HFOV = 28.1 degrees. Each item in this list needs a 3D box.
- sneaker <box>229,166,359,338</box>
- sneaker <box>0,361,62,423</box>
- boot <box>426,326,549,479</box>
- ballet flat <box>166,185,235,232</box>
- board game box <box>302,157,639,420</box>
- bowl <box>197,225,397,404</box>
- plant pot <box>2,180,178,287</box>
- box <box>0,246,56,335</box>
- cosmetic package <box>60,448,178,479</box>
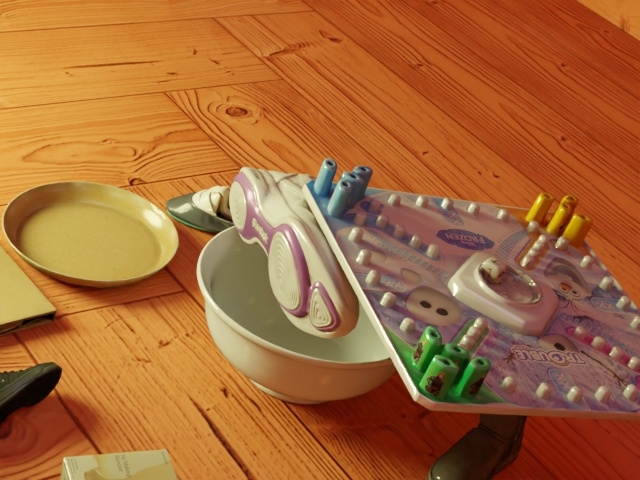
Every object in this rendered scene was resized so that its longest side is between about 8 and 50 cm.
[{"bbox_3d":[0.000,0.000,1.527,0.152,0.114,0.305,-2,36,-24],"label":"sneaker"},{"bbox_3d":[-0.375,0.163,1.425,0.089,0.051,0.170,33,39,18],"label":"sneaker"},{"bbox_3d":[0.206,0.187,1.488,0.076,0.209,0.189,30,34,20],"label":"boot"},{"bbox_3d":[-0.124,-0.038,1.829,0.203,0.074,0.074,23,33,13],"label":"ballet flat"},{"bbox_3d":[0.214,0.049,1.449,0.389,0.050,0.390,7,33,-27],"label":"board game box"},{"bbox_3d":[-0.017,0.107,1.589,0.297,0.134,0.298,11,33,-7],"label":"bowl"},{"bbox_3d":[-0.311,-0.004,1.731,0.236,0.032,0.236,11,33,-7],"label":"plant pot"},{"bbox_3d":[-0.448,0.055,1.589,0.164,0.021,0.201,-15,43,-39],"label":"box"},{"bbox_3d":[-0.213,0.258,1.356,0.115,0.041,0.060,-2,35,-25],"label":"cosmetic package"}]
